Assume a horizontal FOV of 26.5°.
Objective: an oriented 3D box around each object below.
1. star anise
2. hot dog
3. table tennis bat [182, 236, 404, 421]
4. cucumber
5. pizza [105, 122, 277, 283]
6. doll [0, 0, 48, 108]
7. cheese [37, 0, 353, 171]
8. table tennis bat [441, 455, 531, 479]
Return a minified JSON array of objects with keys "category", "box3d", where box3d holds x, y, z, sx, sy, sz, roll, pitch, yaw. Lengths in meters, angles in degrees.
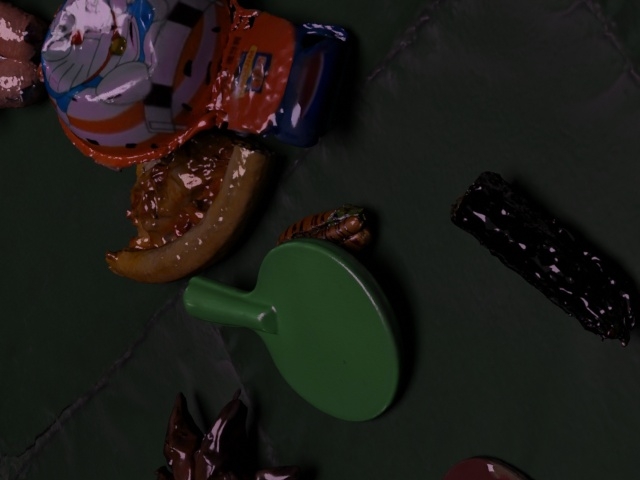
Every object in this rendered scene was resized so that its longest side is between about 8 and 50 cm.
[{"category":"star anise","box3d":[-0.113,0.267,1.248,0.272,0.102,0.272,4,95,53]},{"category":"hot dog","box3d":[0.000,0.000,1.139,0.122,0.037,0.049,-27,76,50]},{"category":"table tennis bat","box3d":[-0.026,0.068,1.158,0.257,0.039,0.160,10,116,44]},{"category":"cucumber","box3d":[0.155,0.011,0.946,0.181,0.053,0.053,45,126,36]},{"category":"pizza","box3d":[-0.128,-0.034,1.275,0.271,0.056,0.134,-19,80,50]},{"category":"doll","box3d":[-0.427,-0.228,1.584,0.303,0.156,0.201,15,97,19]},{"category":"cheese","box3d":[-0.120,-0.156,1.190,0.329,0.129,0.217,15,85,32]},{"category":"table tennis bat","box3d":[0.157,0.251,0.986,0.234,0.022,0.131,38,121,43]}]
